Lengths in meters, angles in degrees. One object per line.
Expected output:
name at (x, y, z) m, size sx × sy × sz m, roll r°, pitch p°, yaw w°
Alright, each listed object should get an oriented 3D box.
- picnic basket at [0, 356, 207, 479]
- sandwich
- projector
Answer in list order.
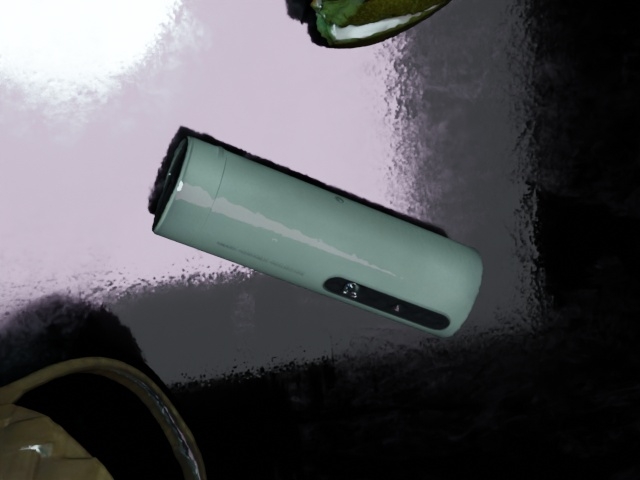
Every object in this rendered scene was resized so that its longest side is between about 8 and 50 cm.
picnic basket at (-0.244, 0.261, 0.913) m, size 0.337 × 0.337 × 0.293 m, roll -30°, pitch 100°, yaw -4°
sandwich at (0.058, -0.288, 0.922) m, size 0.184 × 0.109 × 0.160 m, roll -22°, pitch 86°, yaw -5°
projector at (0.000, 0.000, 0.966) m, size 0.337 × 0.108 × 0.108 m, roll 21°, pitch 97°, yaw -16°
